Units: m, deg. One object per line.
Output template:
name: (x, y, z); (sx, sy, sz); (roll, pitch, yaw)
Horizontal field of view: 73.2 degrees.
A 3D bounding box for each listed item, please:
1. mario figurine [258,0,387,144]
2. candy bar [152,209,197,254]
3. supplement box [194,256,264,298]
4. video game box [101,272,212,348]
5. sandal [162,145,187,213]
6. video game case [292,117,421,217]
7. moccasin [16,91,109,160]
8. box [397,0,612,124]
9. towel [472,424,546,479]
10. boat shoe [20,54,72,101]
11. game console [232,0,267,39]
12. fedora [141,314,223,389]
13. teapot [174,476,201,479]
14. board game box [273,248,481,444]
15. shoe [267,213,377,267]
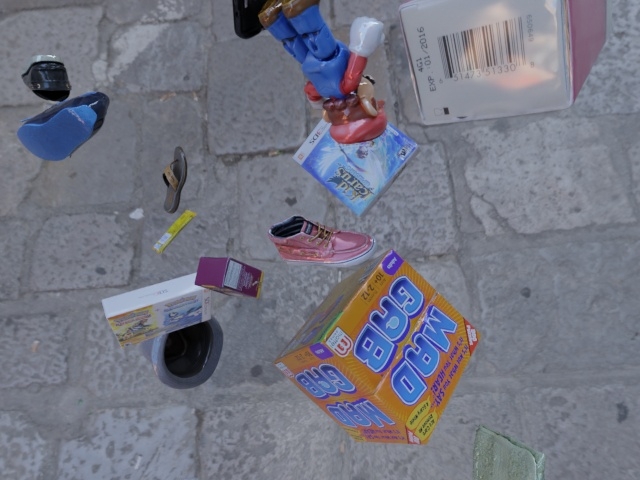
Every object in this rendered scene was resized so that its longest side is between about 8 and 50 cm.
mario figurine: (0.035, -0.324, 0.802); (0.170, 0.320, 0.198); (-34, 40, 8)
candy bar: (-0.415, -0.027, 1.225); (0.040, 0.018, 0.161); (24, 62, 20)
supplement box: (-0.128, 0.054, 0.615); (0.055, 0.083, 0.043); (0, 72, 30)
video game box: (-0.335, 0.149, 0.916); (0.205, 0.187, 0.048); (-16, 62, -23)
sandal: (-0.479, -0.193, 1.381); (0.090, 0.060, 0.219); (35, 111, 43)
video game case: (0.095, -0.240, 1.197); (0.269, 0.061, 0.244); (43, 103, 16)
moccasin: (-0.657, -0.294, 1.130); (0.342, 0.137, 0.116); (-3, 46, 31)
box: (0.209, -0.234, 0.462); (0.149, 0.126, 0.232); (4, 38, 40)
towel: (0.237, 0.326, 0.553); (0.027, 0.110, 0.148); (7, 83, -24)
boat shoe: (-0.346, -0.196, 0.544); (0.049, 0.133, 0.041); (-15, 104, -34)
game console: (-0.109, -0.456, 0.665); (0.213, 0.361, 0.044); (-29, 78, -16)
fedora: (-0.432, 0.316, 1.306); (0.124, 0.275, 0.243); (3, 73, 27)
teapot: (-0.386, 0.735, 1.071); (0.187, 0.252, 0.255); (-2, 62, -18)
board game box: (0.152, 0.314, 1.241); (0.356, 0.356, 0.356); (44, 57, -2)
shoe: (0.000, 0.000, 0.719); (0.178, 0.081, 0.063); (-4, 53, 25)
